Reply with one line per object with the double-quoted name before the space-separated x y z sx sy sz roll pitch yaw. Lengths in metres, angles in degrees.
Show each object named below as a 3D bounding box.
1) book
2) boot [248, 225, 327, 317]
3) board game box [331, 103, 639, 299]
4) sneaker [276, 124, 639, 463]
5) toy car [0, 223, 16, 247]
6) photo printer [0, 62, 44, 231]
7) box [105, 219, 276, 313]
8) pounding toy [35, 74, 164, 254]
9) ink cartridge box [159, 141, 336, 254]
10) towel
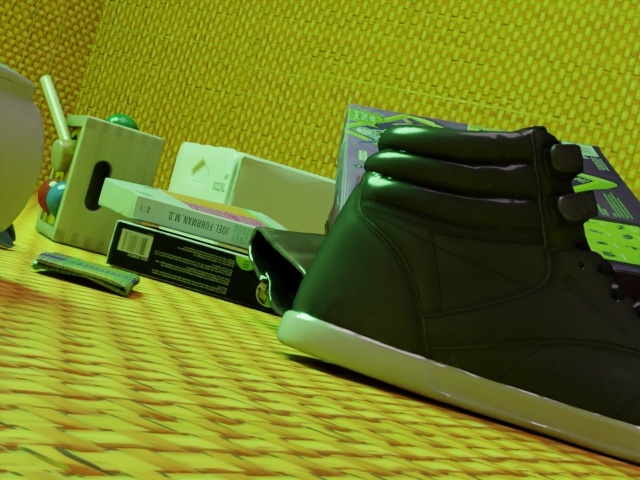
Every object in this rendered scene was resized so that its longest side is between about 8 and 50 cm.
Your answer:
"book" -0.099 -0.018 1.046 0.144 0.035 0.096 16 2 -26
"boot" 0.051 0.014 0.883 0.206 0.090 0.248 16 15 -18
"board game box" 0.113 -0.024 0.867 0.208 0.056 0.347 14 17 -2
"sneaker" 0.139 0.026 0.643 0.295 0.147 0.104 17 -2 1
"toy car" -0.277 -0.059 0.853 0.188 0.149 0.155 45 -3 -12
"photo printer" -0.305 -0.081 0.541 0.256 0.107 0.307 16 -1 24
"box" -0.052 0.031 0.998 0.207 0.036 0.114 16 0 7
"pounding toy" -0.210 -0.068 1.142 0.100 0.141 0.130 16 0 -21
"ink cartridge box" 0.000 0.000 1.391 0.307 0.129 0.223 16 0 -22
"towel" -0.137 0.019 0.753 0.060 0.009 0.083 17 0 -6
